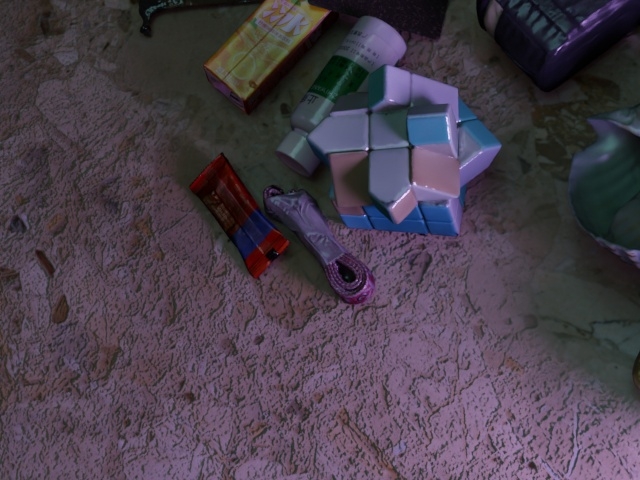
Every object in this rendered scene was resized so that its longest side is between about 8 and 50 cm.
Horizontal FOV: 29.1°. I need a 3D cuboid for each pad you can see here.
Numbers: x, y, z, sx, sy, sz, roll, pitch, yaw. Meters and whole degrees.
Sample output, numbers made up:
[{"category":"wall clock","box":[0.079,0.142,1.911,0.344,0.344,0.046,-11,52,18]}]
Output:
[{"category":"pad","box":[0.121,-0.491,1.990,0.220,0.004,0.330,16,71,-2]}]

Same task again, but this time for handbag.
[{"category":"handbag","box":[0.364,-0.360,1.823,0.254,0.181,0.181,-38,71,-3]}]

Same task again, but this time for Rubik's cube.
[{"category":"Rubik's cube","box":[0.122,-0.120,1.768,0.265,0.213,0.224,3,69,15]}]

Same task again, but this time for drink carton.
[{"category":"drink carton","box":[-0.077,-0.318,1.969,0.096,0.071,0.223,41,82,9]}]

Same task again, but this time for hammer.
[{"category":"hammer","box":[-0.163,-0.409,2.064,0.297,0.027,0.125,-2,73,14]}]

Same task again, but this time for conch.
[{"category":"conch","box":[0.506,-0.066,1.652,0.319,0.215,0.303,11,62,52]}]

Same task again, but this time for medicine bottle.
[{"category":"medicine bottle","box":[0.029,-0.220,1.900,0.095,0.095,0.260,28,78,23]}]

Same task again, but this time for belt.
[{"category":"belt","box":[0.000,0.000,1.842,0.071,0.053,0.232,-40,66,-1]}]

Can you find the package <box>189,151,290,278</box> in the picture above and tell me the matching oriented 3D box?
[{"category":"package","box":[-0.126,-0.040,1.896,0.083,0.022,0.200,-47,63,20]}]

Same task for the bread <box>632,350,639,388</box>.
[{"category":"bread","box":[0.498,0.125,1.659,0.214,0.053,0.073,-43,65,-8]}]
